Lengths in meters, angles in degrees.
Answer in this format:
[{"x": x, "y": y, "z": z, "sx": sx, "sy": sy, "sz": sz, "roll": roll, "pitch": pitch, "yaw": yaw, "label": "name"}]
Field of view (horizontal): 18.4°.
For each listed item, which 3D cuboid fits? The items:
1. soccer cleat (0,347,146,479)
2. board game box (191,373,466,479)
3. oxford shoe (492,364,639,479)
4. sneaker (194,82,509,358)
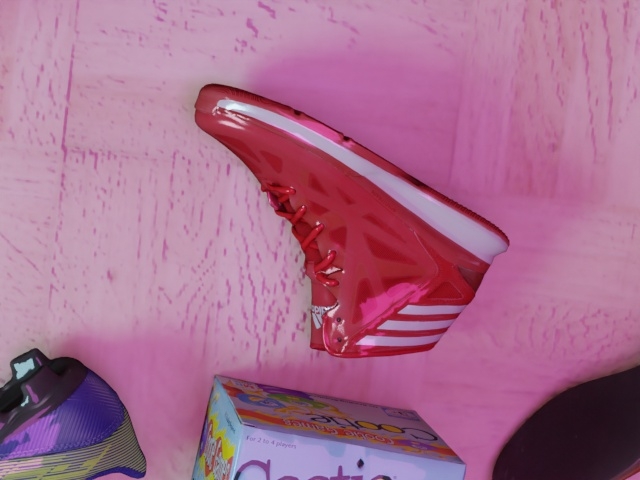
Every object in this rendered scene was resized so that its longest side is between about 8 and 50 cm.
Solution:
[{"x": -0.235, "y": 0.189, "z": 1.214, "sx": 0.289, "sy": 0.093, "sz": 0.121, "roll": -38, "pitch": 109, "yaw": -2, "label": "soccer cleat"}, {"x": -0.020, "y": 0.241, "z": 1.232, "sx": 0.144, "sy": 0.142, "sz": 0.275, "roll": 12, "pitch": 96, "yaw": -11, "label": "board game box"}, {"x": 0.213, "y": 0.123, "z": 1.297, "sx": 0.212, "sy": 0.076, "sz": 0.076, "roll": -31, "pitch": 142, "yaw": 6, "label": "oxford shoe"}, {"x": 0.000, "y": 0.000, "z": 1.230, "sx": 0.221, "sy": 0.087, "sz": 0.128, "roll": 28, "pitch": 91, "yaw": -11, "label": "sneaker"}]
